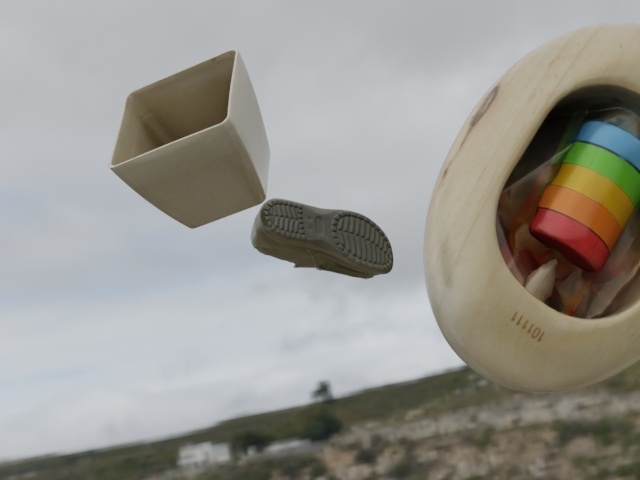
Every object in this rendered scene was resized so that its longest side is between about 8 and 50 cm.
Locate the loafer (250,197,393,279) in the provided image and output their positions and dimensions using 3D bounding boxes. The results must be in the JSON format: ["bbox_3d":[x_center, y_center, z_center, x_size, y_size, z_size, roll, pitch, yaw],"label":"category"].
[{"bbox_3d":[0.000,0.000,1.138,0.148,0.056,0.050,20,-32,-28],"label":"loafer"}]

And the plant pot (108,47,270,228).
[{"bbox_3d":[-0.096,-0.075,1.037,0.109,0.109,0.096,-20,-54,18],"label":"plant pot"}]

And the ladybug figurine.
[{"bbox_3d":[0.273,-0.036,1.354,0.449,0.305,0.162,-53,2,-17],"label":"ladybug figurine"}]
